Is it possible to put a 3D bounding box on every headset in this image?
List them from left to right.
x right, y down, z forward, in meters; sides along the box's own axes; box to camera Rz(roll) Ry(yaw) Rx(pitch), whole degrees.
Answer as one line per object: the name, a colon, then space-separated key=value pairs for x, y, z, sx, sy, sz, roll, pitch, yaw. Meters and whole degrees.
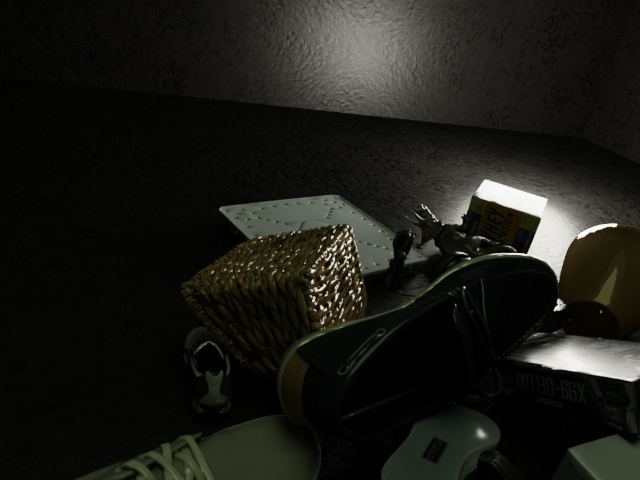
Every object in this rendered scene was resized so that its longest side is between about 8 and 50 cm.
headset: x=0.319 y=0.085 z=1.088 sx=0.394 sy=0.185 sz=0.243 roll=7 pitch=14 yaw=-15

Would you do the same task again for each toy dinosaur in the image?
toy dinosaur: x=0.378 y=0.014 z=1.406 sx=0.160 sy=0.121 sz=0.313 roll=-21 pitch=44 yaw=-29

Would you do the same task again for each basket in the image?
basket: x=-0.060 y=0.114 z=0.921 sx=0.223 sy=0.214 sz=0.299 roll=-8 pitch=15 yaw=18

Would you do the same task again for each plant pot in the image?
plant pot: x=0.627 y=0.119 z=1.165 sx=0.237 sy=0.237 sz=0.254 roll=27 pitch=40 yaw=29

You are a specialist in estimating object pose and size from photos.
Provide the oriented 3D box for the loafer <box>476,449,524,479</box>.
loafer: x=0.224 y=0.339 z=0.631 sx=0.061 sy=0.170 sz=0.062 roll=-20 pitch=-2 yaw=-35

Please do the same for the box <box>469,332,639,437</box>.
box: x=0.434 y=0.218 z=0.868 sx=0.242 sy=0.077 sz=0.307 roll=-4 pitch=-1 yaw=-31

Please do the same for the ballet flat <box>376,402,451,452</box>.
ballet flat: x=0.163 y=0.267 z=0.847 sx=0.079 sy=0.077 sz=0.221 roll=43 pitch=41 yaw=17

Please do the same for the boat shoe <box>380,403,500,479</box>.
boat shoe: x=0.158 y=0.313 z=0.699 sx=0.113 sy=0.105 sz=0.306 roll=17 pitch=13 yaw=24

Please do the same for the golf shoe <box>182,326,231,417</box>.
golf shoe: x=-0.175 y=0.184 z=0.839 sx=0.077 sy=0.094 sz=0.198 roll=-2 pitch=28 yaw=-22

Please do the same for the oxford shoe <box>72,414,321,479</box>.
oxford shoe: x=-0.172 y=0.294 z=0.586 sx=0.449 sy=0.130 sz=0.169 roll=-10 pitch=31 yaw=-39

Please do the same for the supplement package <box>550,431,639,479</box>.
supplement package: x=0.438 y=0.380 z=0.636 sx=0.204 sy=0.145 sz=0.262 roll=-2 pitch=29 yaw=-26

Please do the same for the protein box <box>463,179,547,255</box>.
protein box: x=0.547 y=-0.069 z=1.574 sx=0.199 sy=0.136 sz=0.201 roll=22 pitch=28 yaw=19

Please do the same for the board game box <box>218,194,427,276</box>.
board game box: x=0.000 y=0.000 z=1.319 sx=0.390 sy=0.050 sz=0.390 roll=-9 pitch=33 yaw=-36

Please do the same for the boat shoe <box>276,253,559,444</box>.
boat shoe: x=0.183 y=0.150 z=0.763 sx=0.500 sy=0.187 sz=0.156 roll=-16 pitch=13 yaw=-25
